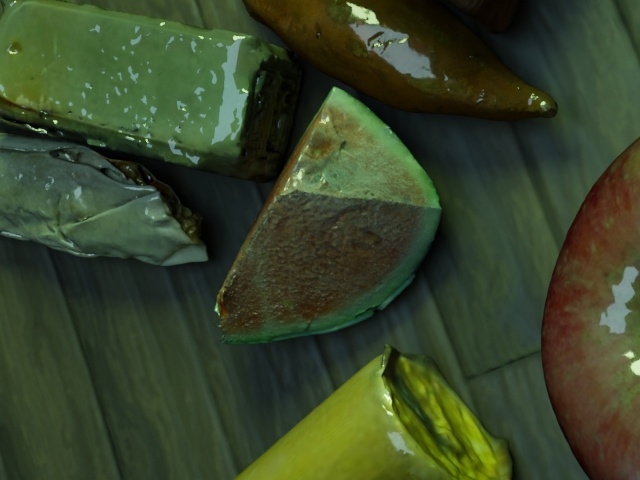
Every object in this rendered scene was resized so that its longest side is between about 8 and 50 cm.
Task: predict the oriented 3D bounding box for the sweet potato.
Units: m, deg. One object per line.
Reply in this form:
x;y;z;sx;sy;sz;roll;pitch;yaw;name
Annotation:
0.047;-0.182;1.455;0.359;0.112;0.112;27;98;23;sweet potato

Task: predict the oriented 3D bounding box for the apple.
0.334;0.060;1.247;0.344;0.269;0.345;-8;78;43;apple

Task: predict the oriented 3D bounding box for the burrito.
-0.284;-0.050;1.605;0.392;0.076;0.117;11;128;25;burrito

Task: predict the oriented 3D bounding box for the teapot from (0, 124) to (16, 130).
-0.284;-0.169;1.631;0.092;0.124;0.091;108;148;-50;teapot

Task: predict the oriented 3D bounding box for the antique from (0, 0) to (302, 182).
-0.174;-0.141;1.504;0.284;0.150;0.125;13;92;13;antique

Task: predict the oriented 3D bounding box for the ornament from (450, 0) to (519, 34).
0.120;-0.324;1.395;0.235;0.221;0.217;34;99;-20;ornament

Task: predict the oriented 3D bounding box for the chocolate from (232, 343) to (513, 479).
-0.043;0.285;1.462;0.445;0.162;0.162;-41;72;20;chocolate

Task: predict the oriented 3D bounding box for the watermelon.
0.015;0.000;1.479;0.146;0.128;0.231;28;114;-5;watermelon
